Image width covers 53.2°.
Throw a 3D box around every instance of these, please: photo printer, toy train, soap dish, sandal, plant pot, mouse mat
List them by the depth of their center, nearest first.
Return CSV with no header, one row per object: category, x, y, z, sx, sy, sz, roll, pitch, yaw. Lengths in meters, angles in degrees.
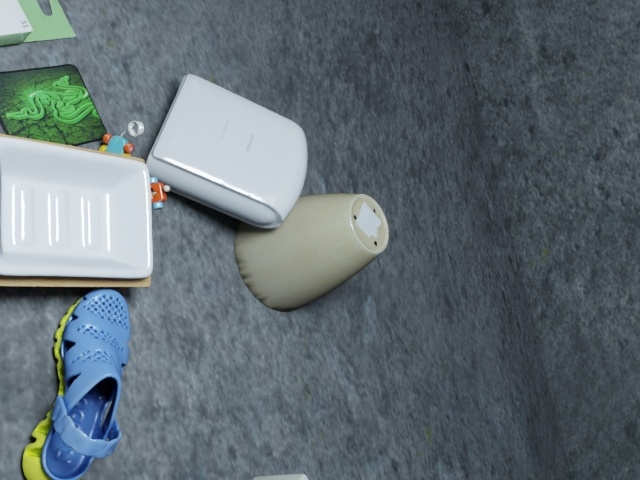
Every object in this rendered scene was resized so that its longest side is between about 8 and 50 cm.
sandal,-0.348,0.220,0.989,0.126,0.138,0.317,25,55,-39
soap dish,-0.415,-0.036,1.018,0.291,0.118,0.228,5,77,-48
mouse mat,-0.480,-0.233,1.127,0.190,0.007,0.152,-30,98,-51
toy train,-0.337,-0.127,1.168,0.046,0.125,0.166,3,70,-75
photo printer,-0.175,-0.174,1.299,0.308,0.107,0.255,24,54,-15
plant pot,0.000,0.000,1.376,0.257,0.274,0.256,23,58,-42

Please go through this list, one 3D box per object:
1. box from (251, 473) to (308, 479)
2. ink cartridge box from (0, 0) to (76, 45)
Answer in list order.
box,-0.104,0.543,1.125,0.126,0.149,0.232,60,39,-11
ink cartridge box,-0.545,-0.424,1.096,0.235,0.056,0.171,-33,99,-48
